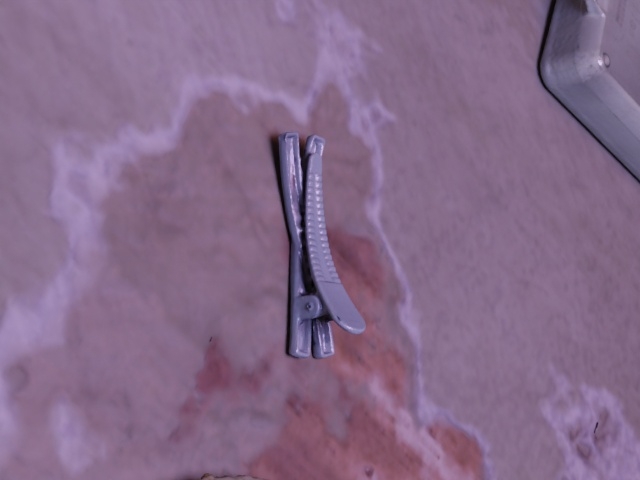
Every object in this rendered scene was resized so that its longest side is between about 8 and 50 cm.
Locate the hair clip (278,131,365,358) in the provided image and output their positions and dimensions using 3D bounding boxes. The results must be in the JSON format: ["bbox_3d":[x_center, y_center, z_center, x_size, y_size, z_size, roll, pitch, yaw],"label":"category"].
[{"bbox_3d":[0.001,0.000,0.770,0.030,0.039,0.115,7,72,-52],"label":"hair clip"}]

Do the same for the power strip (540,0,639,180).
[{"bbox_3d":[0.245,-0.093,1.054,0.270,0.046,0.118,38,54,-35],"label":"power strip"}]

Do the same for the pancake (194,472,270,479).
[{"bbox_3d":[-0.038,0.177,0.686,0.151,0.025,0.152,13,71,-45],"label":"pancake"}]
